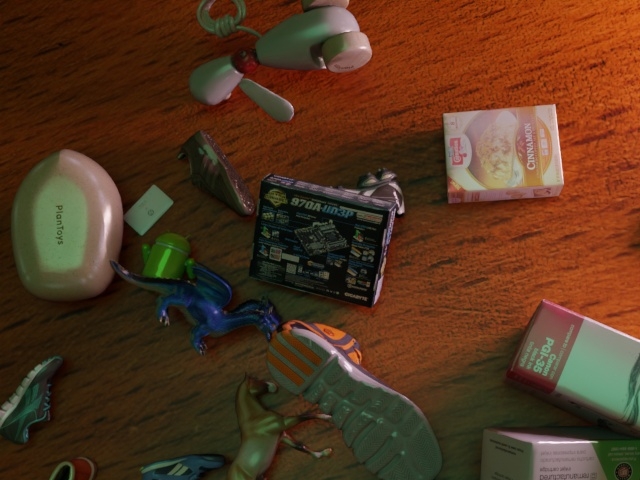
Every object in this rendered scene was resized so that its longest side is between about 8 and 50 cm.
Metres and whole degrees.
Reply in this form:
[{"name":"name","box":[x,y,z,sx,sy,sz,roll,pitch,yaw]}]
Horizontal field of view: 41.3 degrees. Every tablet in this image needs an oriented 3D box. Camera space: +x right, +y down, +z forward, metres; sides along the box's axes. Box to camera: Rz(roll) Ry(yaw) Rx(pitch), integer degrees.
[{"name":"tablet","box":[-0.307,-0.054,1.514,0.054,0.006,0.083,41,84,16]}]

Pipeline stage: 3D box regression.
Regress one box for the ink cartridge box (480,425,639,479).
[{"name":"ink cartridge box","box":[0.328,0.403,1.169,0.201,0.117,0.278,5,87,-24]}]

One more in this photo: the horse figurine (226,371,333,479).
[{"name":"horse figurine","box":[-0.080,0.353,1.339,0.175,0.066,0.263,15,75,6]}]

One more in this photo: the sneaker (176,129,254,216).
[{"name":"sneaker","box":[-0.184,-0.104,1.491,0.071,0.066,0.188,-38,67,14]}]

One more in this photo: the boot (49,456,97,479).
[{"name":"boot","box":[-0.427,0.420,1.359,0.059,0.084,0.157,26,81,12]}]

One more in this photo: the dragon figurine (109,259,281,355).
[{"name":"dragon figurine","box":[-0.195,0.087,1.390,0.289,0.085,0.144,41,91,-5]}]

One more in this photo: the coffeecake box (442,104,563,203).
[{"name":"coffeecake box","box":[0.301,-0.143,1.421,0.186,0.068,0.142,-4,75,8]}]

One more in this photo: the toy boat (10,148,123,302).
[{"name":"toy boat","box":[-0.499,-0.025,1.476,0.318,0.148,0.267,1,80,0]}]

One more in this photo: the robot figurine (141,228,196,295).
[{"name":"robot figurine","box":[-0.262,0.038,1.450,0.101,0.067,0.115,15,77,16]}]

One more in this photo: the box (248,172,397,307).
[{"name":"box","box":[0.000,0.000,1.387,0.220,0.051,0.175,13,112,12]}]

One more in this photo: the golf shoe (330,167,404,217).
[{"name":"golf shoe","box":[0.047,-0.047,1.426,0.198,0.077,0.093,-22,73,3]}]

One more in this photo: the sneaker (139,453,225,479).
[{"name":"sneaker","box":[-0.217,0.375,1.359,0.144,0.053,0.059,-16,72,12]}]

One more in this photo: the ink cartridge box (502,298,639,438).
[{"name":"ink cartridge box","box":[0.423,0.207,1.233,0.283,0.207,0.117,24,80,14]}]

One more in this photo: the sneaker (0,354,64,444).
[{"name":"sneaker","box":[-0.477,0.270,1.428,0.076,0.065,0.166,37,86,-1]}]

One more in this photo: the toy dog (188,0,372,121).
[{"name":"toy dog","box":[-0.054,-0.326,1.504,0.334,0.161,0.220,0,77,23]}]

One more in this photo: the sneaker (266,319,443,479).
[{"name":"sneaker","box":[0.062,0.228,1.306,0.321,0.180,0.124,45,100,-2]}]
